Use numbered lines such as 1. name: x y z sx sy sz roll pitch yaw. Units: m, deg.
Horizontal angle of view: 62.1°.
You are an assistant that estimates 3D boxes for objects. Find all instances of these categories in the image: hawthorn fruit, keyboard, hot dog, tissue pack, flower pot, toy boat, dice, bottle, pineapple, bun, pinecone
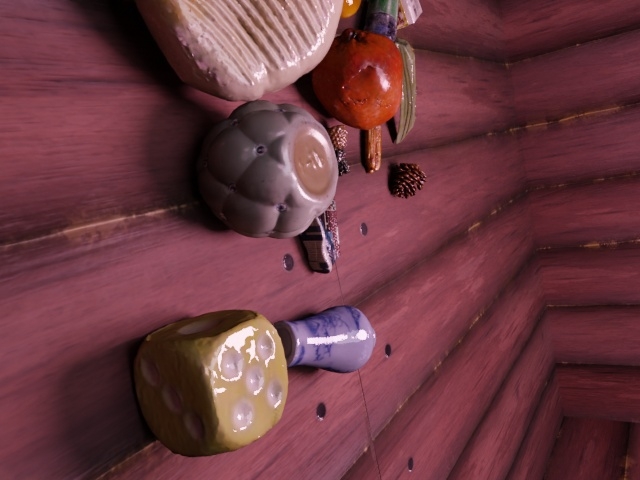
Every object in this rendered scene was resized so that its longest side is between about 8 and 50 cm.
1. hawthorn fruit: 0.098 -0.351 1.245 0.299 0.211 0.211 60 39 -54
2. keyboard: 0.023 -0.042 1.234 0.055 0.017 0.166 -3 87 -55
3. hot dog: 0.137 -0.249 1.417 0.062 0.038 0.144 15 75 -56
4. tissue pack: 0.223 -0.711 1.562 0.149 0.099 0.106 62 38 -28
5. flower pot: -0.087 -0.121 0.934 0.246 0.195 0.246 11 77 -54
6. toy boat: 0.238 -0.412 1.490 0.093 0.055 0.293 -64 154 -51
7. dice: -0.161 0.206 0.798 0.169 0.166 0.170 -18 99 -54
8. bottle: 0.156 -0.532 1.442 0.093 0.093 0.330 35 56 -47
9. pineapple: 0.046 -0.209 1.263 0.058 0.058 0.124 -27 107 -54
10. bun: -0.134 -0.417 0.866 0.365 0.219 0.365 -10 110 -29
11. pinecone: 0.249 -0.174 1.520 0.109 0.102 0.102 -50 125 -34

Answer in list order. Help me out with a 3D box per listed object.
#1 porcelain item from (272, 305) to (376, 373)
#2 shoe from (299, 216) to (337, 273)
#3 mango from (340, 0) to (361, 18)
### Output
1. porcelain item: 0.013 0.205 1.086 0.259 0.141 0.141 5 80 -47
2. shoe: 0.000 0.000 1.155 0.071 0.063 0.143 -43 122 -48
3. mango: 0.041 -0.638 1.303 0.115 0.090 0.178 -37 107 -43
